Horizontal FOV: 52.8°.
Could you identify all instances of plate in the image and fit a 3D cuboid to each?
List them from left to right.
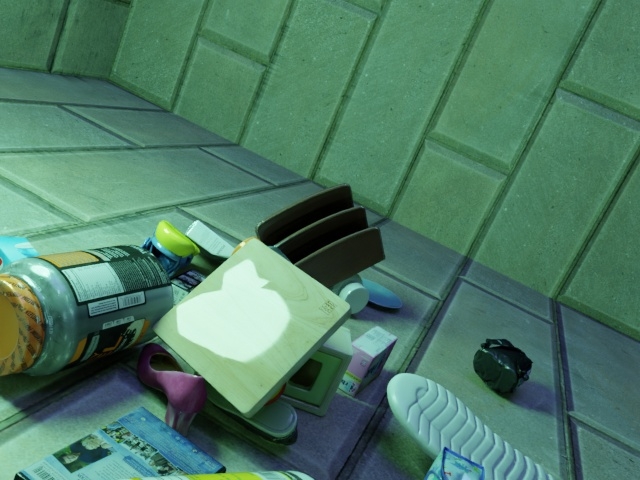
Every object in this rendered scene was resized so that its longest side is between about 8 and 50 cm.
[{"bbox_3d":[0.169,0.173,2.043,0.188,0.024,0.188,22,16,-7],"label":"plate"}]

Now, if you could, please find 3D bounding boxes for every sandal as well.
[{"bbox_3d":[-0.377,0.032,1.548,0.126,0.138,0.317,39,-5,-2],"label":"sandal"},{"bbox_3d":[0.284,0.429,1.261,0.416,0.102,0.169,38,32,5],"label":"sandal"}]

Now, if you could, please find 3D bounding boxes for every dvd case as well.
[{"bbox_3d":[-0.270,0.332,0.912,0.180,0.022,0.253,30,17,18],"label":"dvd case"}]

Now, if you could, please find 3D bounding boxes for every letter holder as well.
[{"bbox_3d":[0.000,0.000,1.764,0.302,0.214,0.152,-26,38,-17],"label":"letter holder"}]

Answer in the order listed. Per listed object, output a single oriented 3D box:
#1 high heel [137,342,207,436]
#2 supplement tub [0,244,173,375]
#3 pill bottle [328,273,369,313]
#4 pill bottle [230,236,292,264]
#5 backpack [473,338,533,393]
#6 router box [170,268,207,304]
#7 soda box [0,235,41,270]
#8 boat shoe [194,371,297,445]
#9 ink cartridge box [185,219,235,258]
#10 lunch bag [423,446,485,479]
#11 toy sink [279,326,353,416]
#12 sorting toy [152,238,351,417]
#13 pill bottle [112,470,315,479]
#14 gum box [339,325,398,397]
[{"bbox_3d":[-0.257,0.219,1.119,0.082,0.117,0.244,14,19,-27],"label":"high heel"},{"bbox_3d":[-0.418,0.114,1.097,0.194,0.193,0.316,30,17,21],"label":"supplement tub"},{"bbox_3d":[0.049,0.122,1.868,0.118,0.117,0.208,11,20,-37],"label":"pill bottle"},{"bbox_3d":[-0.113,0.104,1.568,0.245,0.130,0.130,47,24,19],"label":"pill bottle"},{"bbox_3d":[0.506,0.349,1.781,0.152,0.115,0.182,45,23,27],"label":"backpack"},{"bbox_3d":[-0.264,0.136,1.510,0.179,0.046,0.133,26,16,9],"label":"router box"},{"bbox_3d":[-0.576,0.068,1.255,0.071,0.067,0.210,4,25,-49],"label":"soda box"},{"bbox_3d":[-0.136,0.292,1.155,0.228,0.068,0.081,27,56,29],"label":"boat shoe"},{"bbox_3d":[-0.256,0.042,1.725,0.232,0.066,0.189,42,-12,-6],"label":"ink cartridge box"},{"bbox_3d":[0.199,0.434,1.046,0.096,0.128,0.151,24,18,8],"label":"lunch bag"},{"bbox_3d":[-0.073,0.228,1.292,0.234,0.152,0.131,22,16,-8],"label":"toy sink"},{"bbox_3d":[-0.117,0.160,1.157,0.257,0.255,0.089,33,-25,31],"label":"sorting toy"},{"bbox_3d":[-0.154,0.354,0.700,0.334,0.187,0.188,11,20,-35],"label":"pill bottle"},{"bbox_3d":[0.107,0.272,1.479,0.062,0.107,0.188,29,17,19],"label":"gum box"}]
